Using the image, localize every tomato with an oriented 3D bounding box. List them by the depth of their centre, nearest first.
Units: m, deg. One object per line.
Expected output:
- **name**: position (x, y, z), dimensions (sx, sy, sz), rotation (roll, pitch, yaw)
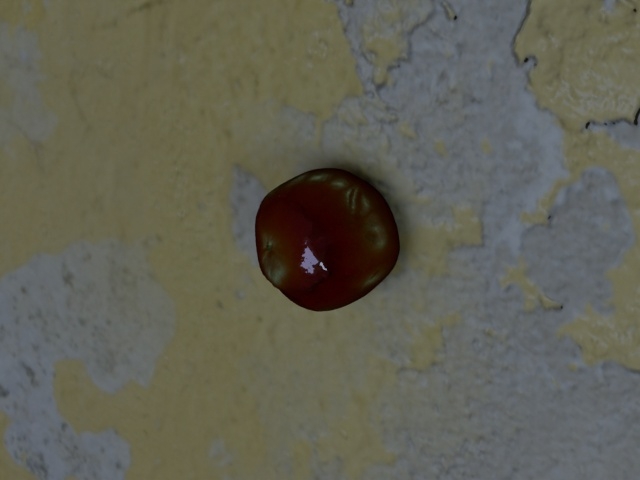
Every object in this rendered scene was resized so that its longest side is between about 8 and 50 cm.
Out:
- **tomato**: position (0.000, 0.000, 1.088), dimensions (0.087, 0.075, 0.087), rotation (16, 116, 38)
